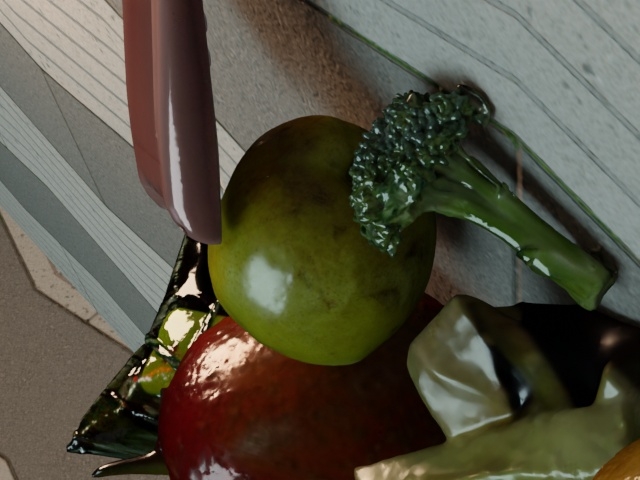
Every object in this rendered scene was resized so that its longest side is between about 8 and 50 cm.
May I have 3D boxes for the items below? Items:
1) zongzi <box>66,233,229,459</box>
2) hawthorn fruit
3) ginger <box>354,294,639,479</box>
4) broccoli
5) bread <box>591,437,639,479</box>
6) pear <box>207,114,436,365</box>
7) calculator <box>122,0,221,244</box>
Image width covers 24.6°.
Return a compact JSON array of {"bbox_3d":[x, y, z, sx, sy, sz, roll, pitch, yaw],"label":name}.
[{"bbox_3d":[-0.078,0.121,1.790,0.383,0.362,0.319,10,157,2],"label":"zongzi"},{"bbox_3d":[-0.029,0.180,1.363,0.285,0.369,0.285,166,90,-84],"label":"hawthorn fruit"},{"bbox_3d":[0.221,0.245,1.090,0.413,0.211,0.358,43,166,26],"label":"ginger"},{"bbox_3d":[0.112,-0.021,1.017,0.204,0.122,0.118,32,176,14],"label":"broccoli"},{"bbox_3d":[0.250,0.208,0.831,0.268,0.268,0.145,53,172,-9],"label":"bread"},{"bbox_3d":[0.000,0.000,1.192,0.200,0.200,0.200,46,165,16],"label":"pear"},{"bbox_3d":[-0.124,-0.169,1.156,0.220,0.048,0.330,-144,50,-72],"label":"calculator"}]
